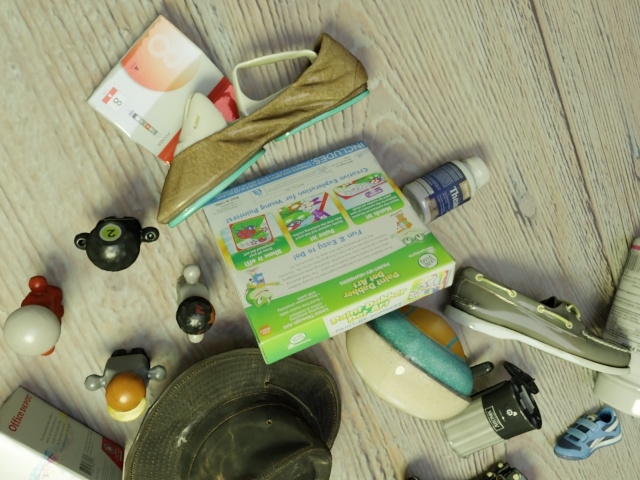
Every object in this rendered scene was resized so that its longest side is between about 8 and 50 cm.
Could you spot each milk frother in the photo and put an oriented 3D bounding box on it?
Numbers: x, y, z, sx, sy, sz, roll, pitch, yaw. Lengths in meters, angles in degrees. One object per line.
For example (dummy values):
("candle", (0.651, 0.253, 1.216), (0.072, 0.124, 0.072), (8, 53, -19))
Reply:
("milk frother", (0.280, 0.269, 0.947), (0.135, 0.129, 0.143), (-34, 144, 28))

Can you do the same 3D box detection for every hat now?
("hat", (-0.084, 0.309, 0.780), (0.331, 0.134, 0.331), (-13, 117, -27))

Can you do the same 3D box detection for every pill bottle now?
("pill bottle", (0.188, -0.078, 0.867), (0.120, 0.067, 0.067), (-29, 106, -9))
("pill bottle", (0.565, 0.147, 0.967), (0.160, 0.160, 0.283), (13, 97, -18))

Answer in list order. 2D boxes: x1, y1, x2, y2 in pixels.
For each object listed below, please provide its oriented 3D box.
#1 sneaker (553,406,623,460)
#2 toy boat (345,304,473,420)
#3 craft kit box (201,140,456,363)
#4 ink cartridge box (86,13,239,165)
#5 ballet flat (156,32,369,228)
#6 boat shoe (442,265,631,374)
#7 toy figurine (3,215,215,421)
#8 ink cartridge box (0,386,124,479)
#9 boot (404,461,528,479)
("sneaker", (0.471, 0.342, 1.034), (0.144, 0.053, 0.059), (-17, 105, -21))
("toy boat", (0.083, 0.106, 0.801), (0.318, 0.267, 0.148), (38, 92, 13))
("craft kit box", (0.000, 0.000, 0.746), (0.250, 0.246, 0.061), (-21, 139, -11))
("ink cartridge box", (-0.183, -0.173, 0.757), (0.179, 0.045, 0.145), (40, 88, -17))
("ballet flat", (-0.091, -0.158, 0.746), (0.342, 0.116, 0.124), (-37, 103, -12))
("boat shoe", (0.348, 0.128, 0.909), (0.305, 0.109, 0.091), (19, 89, -2))
("toy figurine", (-0.250, 0.090, 0.730), (0.213, 0.148, 0.209), (-45, 108, -5))
("ink cartridge box", (-0.364, 0.303, 0.746), (0.176, 0.128, 0.127), (41, 88, -18))
("boot", (0.250, 0.425, 0.969), (0.178, 0.085, 0.236), (-40, 114, -8))
